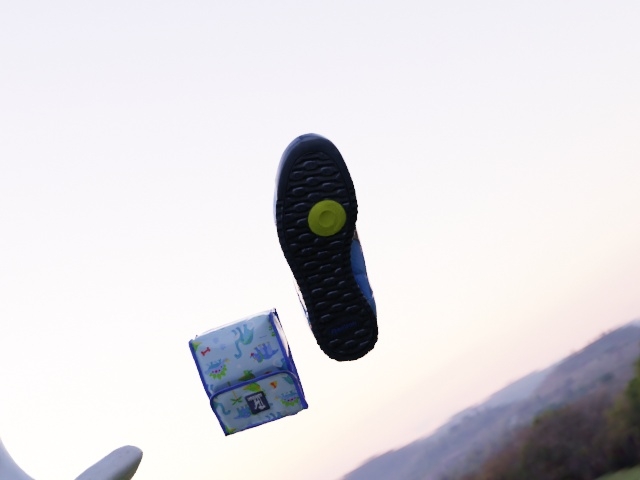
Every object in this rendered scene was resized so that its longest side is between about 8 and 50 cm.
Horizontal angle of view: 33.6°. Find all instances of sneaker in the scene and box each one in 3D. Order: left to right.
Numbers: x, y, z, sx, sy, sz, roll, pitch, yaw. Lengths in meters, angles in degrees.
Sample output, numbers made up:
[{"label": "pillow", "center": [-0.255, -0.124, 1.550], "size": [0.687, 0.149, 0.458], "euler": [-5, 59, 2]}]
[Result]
[{"label": "sneaker", "center": [0.000, 0.000, 0.887], "size": [0.069, 0.209, 0.082], "euler": [-15, 29, -3]}]

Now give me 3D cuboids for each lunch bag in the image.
[{"label": "lunch bag", "center": [-0.099, 0.185, 1.478], "size": [0.129, 0.151, 0.096], "euler": [-19, 2, 3]}]

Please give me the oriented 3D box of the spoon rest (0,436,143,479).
[{"label": "spoon rest", "center": [-0.227, 0.081, 0.606], "size": [0.137, 0.276, 0.084], "euler": [-32, -31, -50]}]
